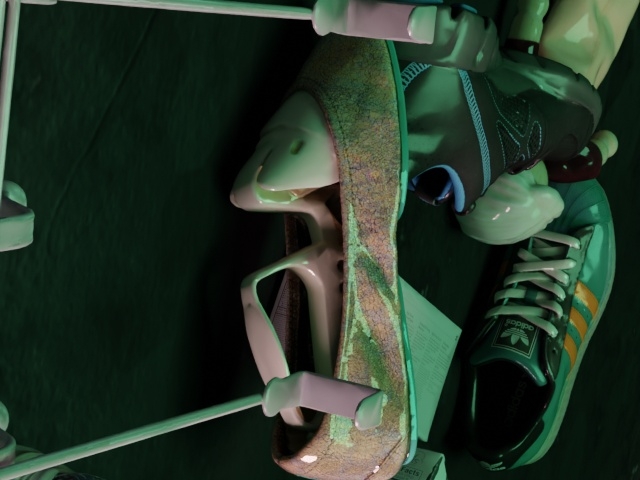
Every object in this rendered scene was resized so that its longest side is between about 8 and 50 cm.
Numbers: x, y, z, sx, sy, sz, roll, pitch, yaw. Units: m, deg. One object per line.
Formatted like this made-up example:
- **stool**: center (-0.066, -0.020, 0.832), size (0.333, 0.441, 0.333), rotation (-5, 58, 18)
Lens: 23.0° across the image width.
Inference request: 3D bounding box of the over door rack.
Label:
- **over door rack**: center (-0.093, -0.011, 0.770), size (0.324, 0.108, 0.239), rotation (-3, 104, -47)

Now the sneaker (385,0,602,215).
- **sneaker**: center (0.108, -0.091, 1.205), size (0.341, 0.125, 0.139), rotation (12, 94, -57)

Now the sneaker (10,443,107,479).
- **sneaker**: center (-0.094, 0.207, 0.880), size (0.110, 0.122, 0.283), rotation (-70, 155, -17)

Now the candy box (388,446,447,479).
- **candy box**: center (0.045, 0.287, 1.285), size (0.196, 0.070, 0.165), rotation (-59, 150, -35)

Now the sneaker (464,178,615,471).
- **sneaker**: center (0.205, 0.076, 1.493), size (0.121, 0.108, 0.302), rotation (1, 101, -70)

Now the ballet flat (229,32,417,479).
- **ballet flat**: center (0.000, 0.000, 0.998), size (0.106, 0.107, 0.316), rotation (-2, 83, -25)

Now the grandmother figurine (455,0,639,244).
- **grandmother figurine**: center (0.216, -0.136, 1.444), size (0.208, 0.104, 0.342), rotation (45, 59, -30)

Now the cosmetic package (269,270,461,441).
- **cosmetic package**: center (0.034, 0.077, 1.175), size (0.239, 0.060, 0.099), rotation (40, 68, -63)
